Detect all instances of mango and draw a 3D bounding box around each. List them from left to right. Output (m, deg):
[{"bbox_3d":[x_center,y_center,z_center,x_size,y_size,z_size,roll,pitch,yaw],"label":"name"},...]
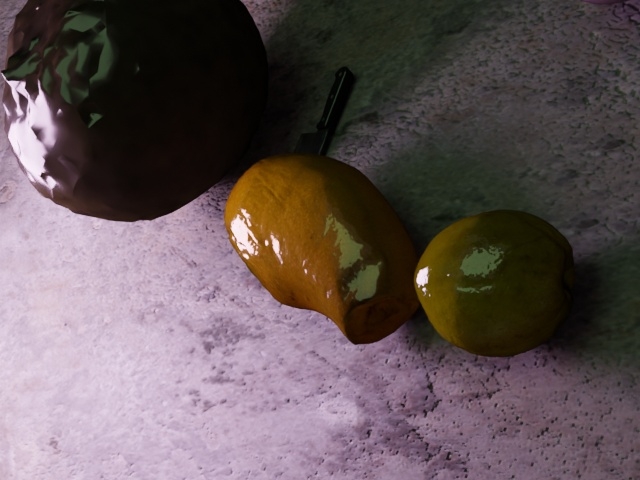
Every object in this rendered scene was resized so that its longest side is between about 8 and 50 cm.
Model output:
[{"bbox_3d":[0.002,-0.003,1.678,0.359,0.144,0.187,26,99,51],"label":"mango"}]

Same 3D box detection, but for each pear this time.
[{"bbox_3d":[0.180,0.043,1.409,0.162,0.149,0.148,-8,59,38],"label":"pear"}]

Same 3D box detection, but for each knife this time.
[{"bbox_3d":[-0.017,-0.122,1.901,0.072,0.019,0.245,8,73,56],"label":"knife"}]

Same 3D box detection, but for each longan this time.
[{"bbox_3d":[-0.268,-0.221,1.982,0.391,0.391,0.391,-32,42,35],"label":"longan"}]

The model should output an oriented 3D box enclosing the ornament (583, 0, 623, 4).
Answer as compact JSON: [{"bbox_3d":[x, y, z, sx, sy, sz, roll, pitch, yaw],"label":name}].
[{"bbox_3d":[0.318,-0.343,1.494,0.177,0.177,0.177,-32,42,35],"label":"ornament"}]
